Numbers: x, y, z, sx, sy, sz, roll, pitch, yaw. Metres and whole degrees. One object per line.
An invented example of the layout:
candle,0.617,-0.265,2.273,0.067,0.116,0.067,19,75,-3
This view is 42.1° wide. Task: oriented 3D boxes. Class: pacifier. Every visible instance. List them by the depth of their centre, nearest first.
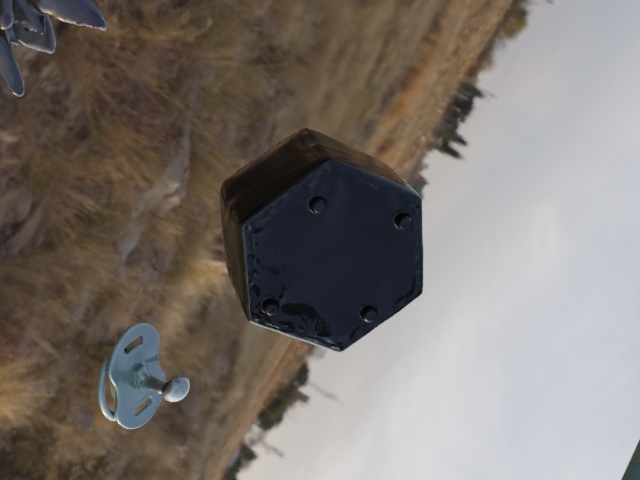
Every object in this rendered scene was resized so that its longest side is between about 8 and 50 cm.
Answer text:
pacifier,-0.232,0.189,1.113,0.127,0.116,0.150,-27,123,-57

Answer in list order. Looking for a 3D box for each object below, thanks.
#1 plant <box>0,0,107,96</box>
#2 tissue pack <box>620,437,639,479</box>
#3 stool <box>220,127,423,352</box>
plant,-0.366,-0.293,0.817,0.181,0.321,0.194,-22,-148,35
tissue pack,0.369,0.310,0.832,0.089,0.177,0.263,22,93,-51
stool,0.000,0.000,0.930,0.232,0.232,0.141,-59,-157,12
